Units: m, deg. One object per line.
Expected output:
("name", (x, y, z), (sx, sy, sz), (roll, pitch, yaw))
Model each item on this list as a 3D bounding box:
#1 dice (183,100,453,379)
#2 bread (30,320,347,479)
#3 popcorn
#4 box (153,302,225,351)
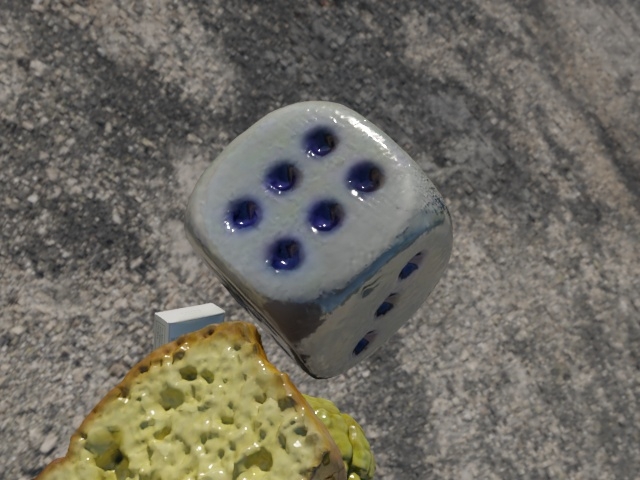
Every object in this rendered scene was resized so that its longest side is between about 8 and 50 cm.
("dice", (0.000, 0.000, 0.743), (0.193, 0.192, 0.194), (-40, 64, -11))
("bread", (-0.109, 0.237, 0.580), (0.194, 0.179, 0.340), (30, 75, 31))
("popcorn", (-0.055, 0.357, 1.227), (0.257, 0.270, 0.224), (32, 41, -41))
("box", (-0.167, 0.161, 0.983), (0.083, 0.155, 0.040), (-9, 23, -42))
